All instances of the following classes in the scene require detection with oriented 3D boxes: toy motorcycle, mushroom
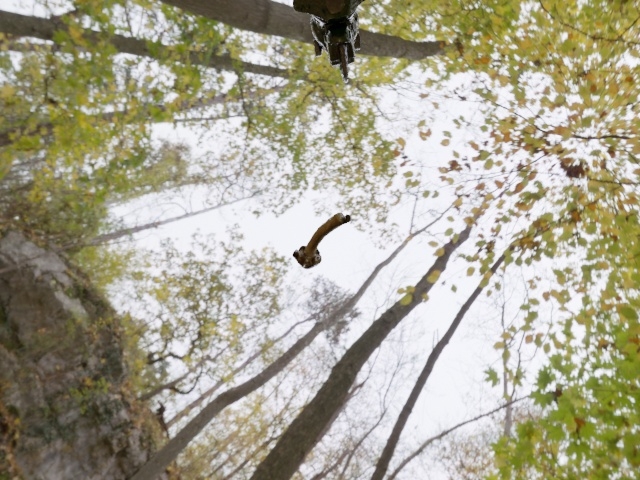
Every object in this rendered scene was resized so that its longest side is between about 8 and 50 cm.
[{"bbox_3d":[0.017,-0.397,0.807,0.125,0.274,0.187,-10,-47,2],"label":"toy motorcycle"},{"bbox_3d":[0.000,0.000,1.035,0.060,0.061,0.187,46,-48,8],"label":"mushroom"}]
